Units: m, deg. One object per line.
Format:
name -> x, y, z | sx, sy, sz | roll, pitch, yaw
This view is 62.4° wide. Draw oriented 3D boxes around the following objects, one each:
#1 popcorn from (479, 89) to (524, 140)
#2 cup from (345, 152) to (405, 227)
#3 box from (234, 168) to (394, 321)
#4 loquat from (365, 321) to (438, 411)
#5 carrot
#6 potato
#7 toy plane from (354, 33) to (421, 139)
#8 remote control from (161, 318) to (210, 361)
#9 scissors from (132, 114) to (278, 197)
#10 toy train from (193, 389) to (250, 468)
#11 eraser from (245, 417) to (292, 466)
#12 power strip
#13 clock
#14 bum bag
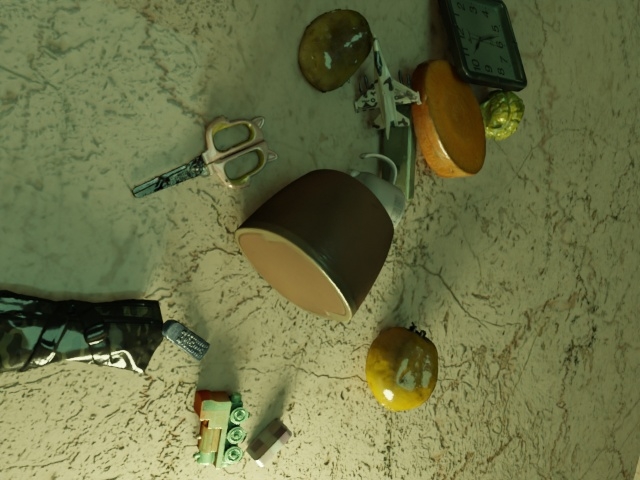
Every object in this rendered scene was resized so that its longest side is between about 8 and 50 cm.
popcorn -> 0.500, -0.349, 1.463 | 0.162, 0.135, 0.142 | -2, 92, -31
cup -> 0.115, -0.109, 1.242 | 0.142, 0.134, 0.173 | 25, 112, -32
box -> 0.000, 0.000, 1.107 | 0.216, 0.301, 0.301 | -50, 121, -21
loquat -> 0.214, 0.325, 1.368 | 0.187, 0.176, 0.234 | 26, 73, -34
carrot -> 0.312, -0.303, 1.327 | 0.307, 0.100, 0.258 | 58, 45, -22
potato -> 0.046, -0.427, 1.184 | 0.200, 0.081, 0.164 | -50, 122, -13
toy plane -> 0.150, -0.357, 1.229 | 0.082, 0.159, 0.234 | -45, 129, -61
remote control -> -0.276, 0.202, 1.082 | 0.044, 0.027, 0.152 | -63, 149, -23
scissors -> -0.233, -0.155, 1.080 | 0.317, 0.024, 0.160 | -30, 113, -26
toy train -> -0.225, 0.416, 1.164 | 0.118, 0.074, 0.176 | 8, 99, -24
eraser -> -0.121, 0.473, 1.240 | 0.105, 0.065, 0.026 | -41, 116, -19
power strip -> 0.196, -0.219, 1.315 | 0.052, 0.078, 0.272 | -12, 106, -58
clock -> 0.421, -0.525, 1.384 | 0.278, 0.049, 0.274 | -4, 78, -36
bum bag -> -0.449, 0.169, 0.957 | 0.340, 0.095, 0.144 | 10, 78, -35
